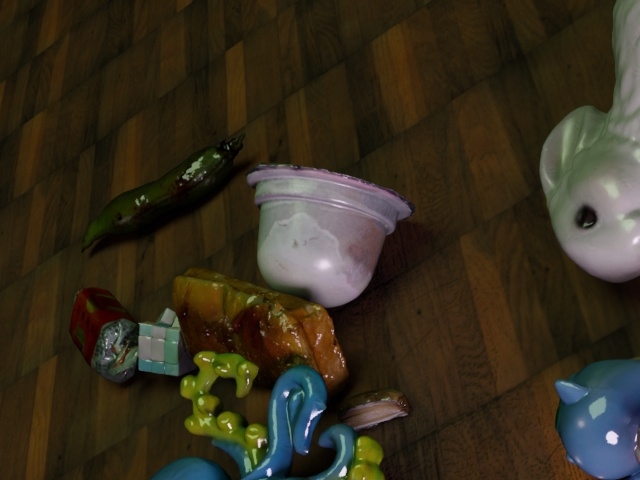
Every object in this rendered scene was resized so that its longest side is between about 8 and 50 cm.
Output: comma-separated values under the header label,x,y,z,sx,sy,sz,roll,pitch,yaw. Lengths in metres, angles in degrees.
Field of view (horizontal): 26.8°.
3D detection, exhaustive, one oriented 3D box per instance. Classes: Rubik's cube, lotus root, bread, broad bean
label,x,y,z,sx,sy,sz,roll,pitch,yaw
Rubik's cube,-0.183,0.126,1.680,0.075,0.073,0.084,24,105,23
lotus root,0.053,0.172,1.403,0.083,0.037,0.030,-22,35,31
bread,-0.079,0.104,1.532,0.077,0.139,0.271,-32,27,-28
broad bean,-0.235,-0.063,1.961,0.339,0.061,0.077,-26,30,26

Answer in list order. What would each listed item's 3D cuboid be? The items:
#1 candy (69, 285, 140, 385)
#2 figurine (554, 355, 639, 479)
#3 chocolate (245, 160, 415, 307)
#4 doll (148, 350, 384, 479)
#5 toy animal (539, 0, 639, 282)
label,x,y,z,sx,sy,sz,roll,pitch,yaw
candy,-0.290,0.123,1.802,0.292,0.059,0.086,37,113,59
figurine,0.290,0.148,1.120,0.178,0.114,0.144,18,59,42
chocolate,-0.004,0.003,1.546,0.221,0.221,0.147,9,82,52
doll,-0.083,0.290,1.380,0.341,0.099,0.346,2,68,36
toy animal,0.333,-0.129,1.314,0.258,0.194,0.357,31,86,47
